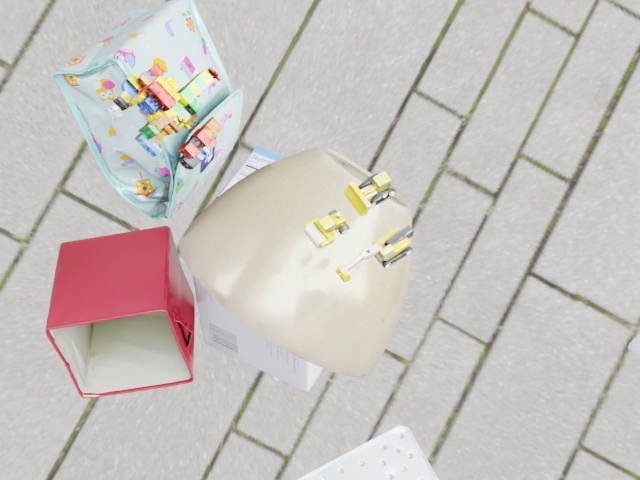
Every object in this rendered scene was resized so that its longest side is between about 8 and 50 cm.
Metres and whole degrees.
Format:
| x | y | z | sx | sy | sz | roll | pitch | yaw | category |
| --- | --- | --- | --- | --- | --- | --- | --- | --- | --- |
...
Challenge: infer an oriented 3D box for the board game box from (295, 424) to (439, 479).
| x | y | z | sx | sy | sz | roll | pitch | yaw | category |
| --- | --- | --- | --- | --- | --- | --- | --- | --- | --- |
| 0.086 | 0.602 | 1.720 | 0.390 | 0.050 | 0.389 | -26 | 67 | -12 | board game box |

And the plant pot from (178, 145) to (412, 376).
| x | y | z | sx | sy | sz | roll | pitch | yaw | category |
| --- | --- | --- | --- | --- | --- | --- | --- | --- | --- |
| 0.000 | 0.000 | 1.111 | 0.284 | 0.284 | 0.191 | 33 | 102 | -4 | plant pot |

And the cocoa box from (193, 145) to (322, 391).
| x | y | z | sx | sy | sz | roll | pitch | yaw | category |
| --- | --- | --- | --- | --- | --- | --- | --- | --- | --- |
| -0.064 | 0.055 | 1.606 | 0.232 | 0.347 | 0.228 | 24 | 57 | 15 | cocoa box |

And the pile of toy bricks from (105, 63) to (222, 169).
| x | y | z | sx | sy | sz | roll | pitch | yaw | category |
| --- | --- | --- | --- | --- | --- | --- | --- | --- | --- |
| -0.159 | -0.157 | 1.049 | 0.105 | 0.212 | 0.118 | -47 | 108 | -13 | pile of toy bricks |

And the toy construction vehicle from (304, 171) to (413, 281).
| x | y | z | sx | sy | sz | roll | pitch | yaw | category |
| --- | --- | --- | --- | --- | --- | --- | --- | --- | --- |
| 0.041 | -0.015 | 0.857 | 0.098 | 0.035 | 0.086 | -29 | 69 | -14 | toy construction vehicle |

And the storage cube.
| x | y | z | sx | sy | sz | roll | pitch | yaw | category |
| --- | --- | --- | --- | --- | --- | --- | --- | --- | --- |
| -0.313 | 0.116 | 1.499 | 0.215 | 0.183 | 0.193 | -10 | 44 | 2 | storage cube |

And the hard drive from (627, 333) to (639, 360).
| x | y | z | sx | sy | sz | roll | pitch | yaw | category |
| --- | --- | --- | --- | --- | --- | --- | --- | --- | --- |
| 0.649 | 0.190 | 1.463 | 0.210 | 0.318 | 0.040 | -44 | 115 | 10 | hard drive |

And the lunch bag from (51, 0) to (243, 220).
| x | y | z | sx | sy | sz | roll | pitch | yaw | category |
| --- | --- | --- | --- | --- | --- | --- | --- | --- | --- |
| -0.228 | -0.187 | 1.348 | 0.160 | 0.223 | 0.262 | -8 | 122 | 30 | lunch bag |
